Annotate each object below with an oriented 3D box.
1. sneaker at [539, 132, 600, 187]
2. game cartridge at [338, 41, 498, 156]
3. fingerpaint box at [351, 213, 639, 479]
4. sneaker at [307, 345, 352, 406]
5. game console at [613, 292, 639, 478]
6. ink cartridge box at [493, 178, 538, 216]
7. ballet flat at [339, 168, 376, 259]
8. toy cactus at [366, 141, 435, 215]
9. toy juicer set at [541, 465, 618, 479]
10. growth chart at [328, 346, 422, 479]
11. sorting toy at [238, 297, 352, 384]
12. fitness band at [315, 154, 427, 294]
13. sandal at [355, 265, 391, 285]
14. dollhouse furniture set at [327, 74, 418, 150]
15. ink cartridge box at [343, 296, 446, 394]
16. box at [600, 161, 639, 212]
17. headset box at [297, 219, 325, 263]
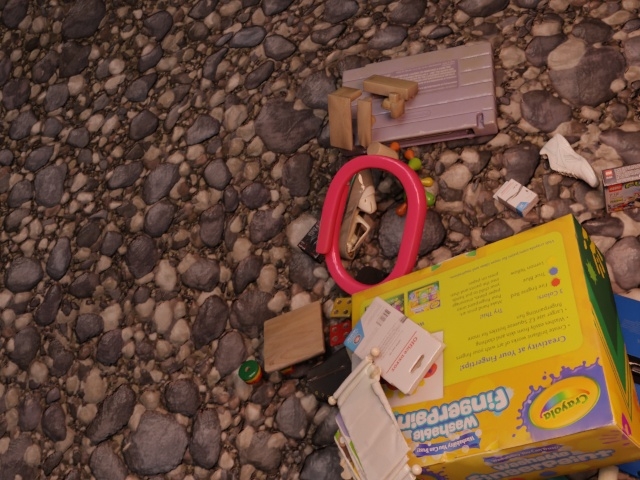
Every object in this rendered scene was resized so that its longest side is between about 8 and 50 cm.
[{"bbox_3d":[0.501,-0.150,1.560,0.061,0.054,0.152,-41,50,11],"label":"sneaker"},{"bbox_3d":[0.218,-0.319,1.762,0.355,0.068,0.230,-6,59,21],"label":"game cartridge"},{"bbox_3d":[0.275,0.213,1.312,0.445,0.163,0.371,-24,47,30],"label":"fingerpaint box"},{"bbox_3d":[0.057,0.316,1.500,0.118,0.083,0.222,-32,47,11],"label":"sneaker"},{"bbox_3d":[0.571,0.257,1.332,0.293,0.173,0.250,19,42,30],"label":"game console"},{"bbox_3d":[0.395,-0.091,1.584,0.048,0.028,0.083,-47,56,-5],"label":"ink cartridge box"},{"bbox_3d":[0.084,-0.057,1.643,0.068,0.072,0.213,29,110,24],"label":"ballet flat"},{"bbox_3d":[0.152,-0.148,1.635,0.112,0.180,0.219,-38,49,19],"label":"toy cactus"},{"bbox_3d":[0.376,0.405,1.303,0.329,0.089,0.209,23,72,42],"label":"toy juicer set"},{"bbox_3d":[0.077,0.314,1.241,0.172,0.021,0.237,-50,46,35],"label":"growth chart"},{"bbox_3d":[-0.039,0.203,1.598,0.275,0.046,0.132,-23,41,16],"label":"sorting toy"},{"bbox_3d":[0.102,-0.026,1.558,0.209,0.054,0.290,16,101,26],"label":"fitness band"},{"bbox_3d":[0.146,0.094,1.590,0.179,0.040,0.067,18,73,30],"label":"sandal"},{"bbox_3d":[0.120,-0.282,1.737,0.144,0.123,0.151,18,38,29],"label":"dollhouse furniture set"},{"bbox_3d":[0.132,0.182,1.294,0.104,0.060,0.180,-54,39,-1],"label":"ink cartridge box"},{"bbox_3d":[0.632,-0.111,1.441,0.207,0.114,0.036,-12,61,18],"label":"box"},{"bbox_3d":[0.000,0.000,1.707,0.062,0.032,0.083,37,84,33],"label":"headset box"}]
